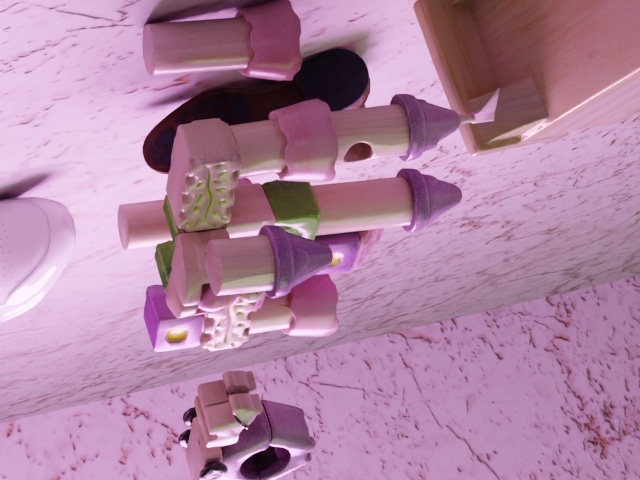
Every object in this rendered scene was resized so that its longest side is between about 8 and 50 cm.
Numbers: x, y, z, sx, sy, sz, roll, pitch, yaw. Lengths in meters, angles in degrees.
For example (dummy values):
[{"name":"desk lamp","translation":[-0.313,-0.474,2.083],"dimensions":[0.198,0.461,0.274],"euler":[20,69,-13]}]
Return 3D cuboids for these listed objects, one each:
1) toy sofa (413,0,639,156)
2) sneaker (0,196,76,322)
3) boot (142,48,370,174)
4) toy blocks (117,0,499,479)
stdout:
[{"name":"toy sofa","translation":[0.257,-0.208,1.456],"dimensions":[0.177,0.150,0.362],"euler":[-15,170,-36]},{"name":"sneaker","translation":[-0.386,0.035,1.760],"dimensions":[0.305,0.114,0.152],"euler":[-19,170,9]},{"name":"boot","translation":[-0.052,-0.102,1.681],"dimensions":[0.219,0.082,0.106],"euler":[-20,166,3]},{"name":"toy blocks","translation":[0.000,0.000,1.481],"dimensions":[0.260,0.309,0.288],"euler":[-6,142,-19]}]
